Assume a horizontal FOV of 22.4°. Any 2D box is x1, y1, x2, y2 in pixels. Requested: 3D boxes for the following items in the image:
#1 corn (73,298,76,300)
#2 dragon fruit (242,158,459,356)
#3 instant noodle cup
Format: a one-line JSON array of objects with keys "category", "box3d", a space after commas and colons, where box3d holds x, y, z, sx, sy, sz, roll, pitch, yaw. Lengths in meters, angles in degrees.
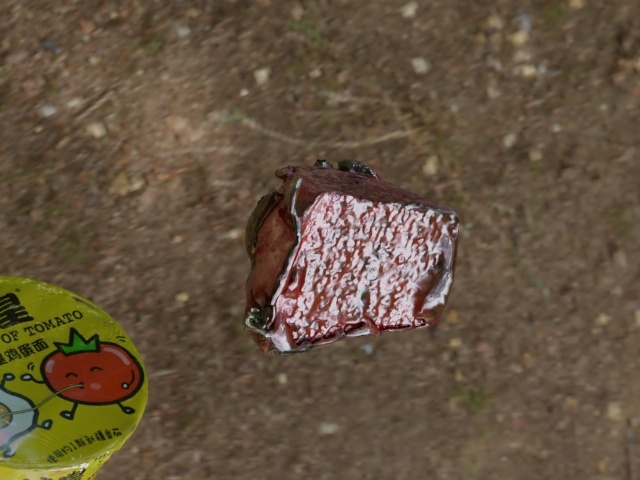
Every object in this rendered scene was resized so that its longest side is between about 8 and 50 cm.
[{"category": "corn", "box3d": [-0.280, 0.120, 1.392, 0.097, 0.097, 0.261, 63, 33, -8]}, {"category": "dragon fruit", "box3d": [0.000, 0.000, 0.911, 0.147, 0.096, 0.102, 2, 115, -44]}, {"category": "instant noodle cup", "box3d": [-0.232, 0.139, 1.185, 0.182, 0.144, 0.182, 15, 39, -13]}]
